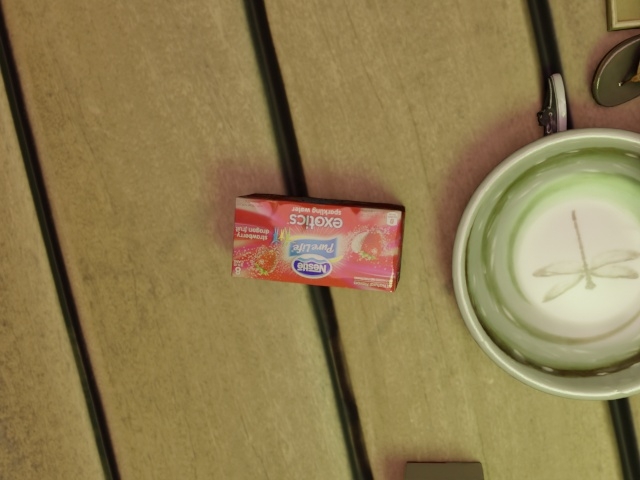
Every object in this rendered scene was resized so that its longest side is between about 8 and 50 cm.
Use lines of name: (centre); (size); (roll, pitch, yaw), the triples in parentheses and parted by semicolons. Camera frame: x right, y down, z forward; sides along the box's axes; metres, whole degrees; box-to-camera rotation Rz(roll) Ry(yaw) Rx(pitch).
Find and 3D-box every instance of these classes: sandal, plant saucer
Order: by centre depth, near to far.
sandal: (0.500, -0.260, 1.105); (0.219, 0.060, 0.090); (-20, 115, 17)
plant saucer: (0.398, 0.033, 1.149); (0.401, 0.100, 0.400); (1, 96, 8)

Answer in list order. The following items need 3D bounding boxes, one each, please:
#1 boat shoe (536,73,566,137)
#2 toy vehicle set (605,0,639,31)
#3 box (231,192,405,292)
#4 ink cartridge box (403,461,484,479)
boat shoe: (0.349, -0.180, 1.161); (0.040, 0.049, 0.142); (-3, 98, 10)
toy vehicle set: (0.552, -0.402, 1.111); (0.267, 0.035, 0.165); (-3, 95, 9)
box: (0.000, 0.000, 1.197); (0.257, 0.122, 0.128); (6, 98, 8)
ink cartridge box: (0.198, 0.458, 1.211); (0.128, 0.127, 0.176); (-2, 95, 9)
